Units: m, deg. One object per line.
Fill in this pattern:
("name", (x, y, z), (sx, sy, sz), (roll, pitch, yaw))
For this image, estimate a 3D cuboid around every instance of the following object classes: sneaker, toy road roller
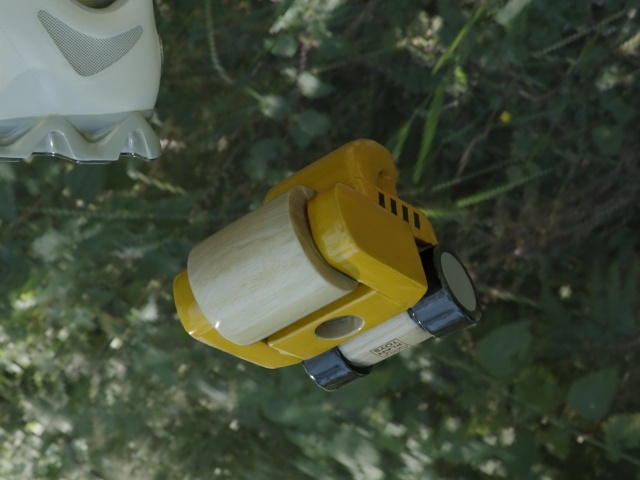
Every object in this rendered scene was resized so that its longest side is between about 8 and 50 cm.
("sneaker", (-0.236, -0.119, 0.705), (0.122, 0.331, 0.146), (19, 108, 42))
("toy road roller", (0.000, 0.000, 1.301), (0.203, 0.240, 0.329), (-29, 149, 24))
